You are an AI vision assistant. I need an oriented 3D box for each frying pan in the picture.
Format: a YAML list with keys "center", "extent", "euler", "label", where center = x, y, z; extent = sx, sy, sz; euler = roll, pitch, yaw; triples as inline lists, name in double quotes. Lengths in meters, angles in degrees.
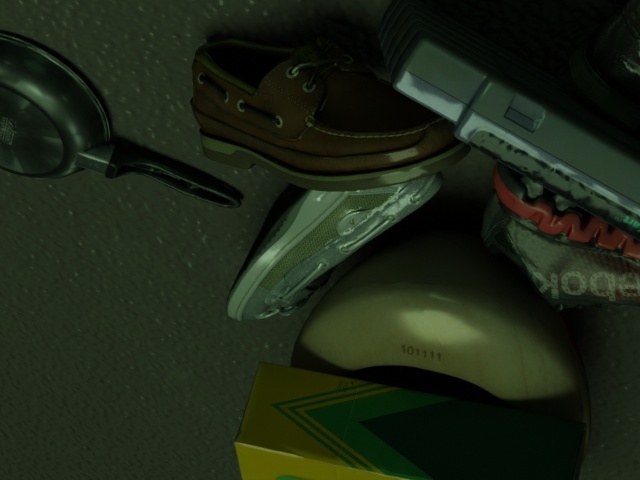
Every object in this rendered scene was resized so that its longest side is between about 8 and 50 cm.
- center: [-0.261, -0.090, 1.607]
  extent: [0.326, 0.053, 0.197]
  euler: [40, 141, -20]
  label: "frying pan"

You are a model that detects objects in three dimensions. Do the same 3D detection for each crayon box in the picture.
- center: [0.091, 0.280, 1.577]
  extent: [0.313, 0.106, 0.363]
  euler: [11, 145, 12]
  label: "crayon box"

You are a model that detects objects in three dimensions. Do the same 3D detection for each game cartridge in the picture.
- center: [0.209, -0.074, 1.247]
  extent: [0.355, 0.230, 0.068]
  euler: [28, 110, -10]
  label: "game cartridge"

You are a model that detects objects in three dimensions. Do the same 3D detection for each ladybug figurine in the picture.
- center: [0.128, 0.141, 1.603]
  extent: [0.305, 0.162, 0.449]
  euler: [11, 145, 10]
  label: "ladybug figurine"

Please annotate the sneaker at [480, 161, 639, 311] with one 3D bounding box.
- center: [0.266, 0.014, 1.418]
  extent: [0.276, 0.098, 0.135]
  euler: [25, 134, -3]
  label: "sneaker"

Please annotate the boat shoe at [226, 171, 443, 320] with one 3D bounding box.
- center: [0.001, -0.002, 1.529]
  extent: [0.103, 0.118, 0.320]
  euler: [32, 137, -8]
  label: "boat shoe"

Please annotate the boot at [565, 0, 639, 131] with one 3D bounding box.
- center: [0.333, -0.155, 1.186]
  extent: [0.263, 0.091, 0.229]
  euler: [22, 138, -11]
  label: "boot"

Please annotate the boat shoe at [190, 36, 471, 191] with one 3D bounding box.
- center: [-0.009, -0.114, 1.338]
  extent: [0.307, 0.110, 0.104]
  euler: [9, 120, 44]
  label: "boat shoe"
